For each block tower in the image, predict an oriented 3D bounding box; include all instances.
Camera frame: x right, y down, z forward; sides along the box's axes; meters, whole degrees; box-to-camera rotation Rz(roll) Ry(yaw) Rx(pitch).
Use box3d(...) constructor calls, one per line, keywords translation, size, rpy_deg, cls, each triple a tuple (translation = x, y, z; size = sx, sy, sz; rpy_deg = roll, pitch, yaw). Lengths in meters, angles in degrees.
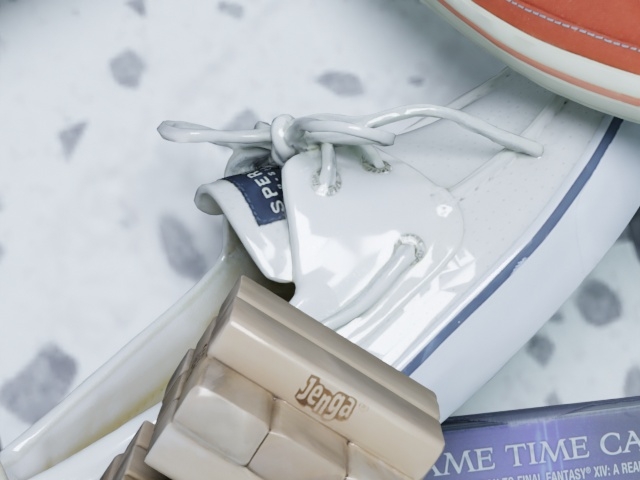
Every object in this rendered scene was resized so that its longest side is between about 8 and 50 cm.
box3d(translation=(-0.087, 0.179, 0.584), size=(0.097, 0.091, 0.335), rpy_deg=(32, 101, -6), cls="block tower")

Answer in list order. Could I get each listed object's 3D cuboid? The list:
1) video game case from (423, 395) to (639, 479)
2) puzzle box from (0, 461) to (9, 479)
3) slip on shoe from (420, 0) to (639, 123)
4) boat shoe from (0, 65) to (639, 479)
box3d(translation=(0.116, 0.215, 0.743), size=(0.196, 0.026, 0.274), rpy_deg=(-4, 81, -16), cls="video game case")
box3d(translation=(-0.307, -0.045, 0.513), size=(0.272, 0.052, 0.409), rpy_deg=(-24, 97, -16), cls="puzzle box")
box3d(translation=(0.105, -0.141, 0.681), size=(0.331, 0.101, 0.123), rpy_deg=(38, 42, 27), cls="slip on shoe")
box3d(translation=(-0.004, 0.000, 0.686), size=(0.367, 0.136, 0.156), rpy_deg=(-44, 109, -11), cls="boat shoe")
